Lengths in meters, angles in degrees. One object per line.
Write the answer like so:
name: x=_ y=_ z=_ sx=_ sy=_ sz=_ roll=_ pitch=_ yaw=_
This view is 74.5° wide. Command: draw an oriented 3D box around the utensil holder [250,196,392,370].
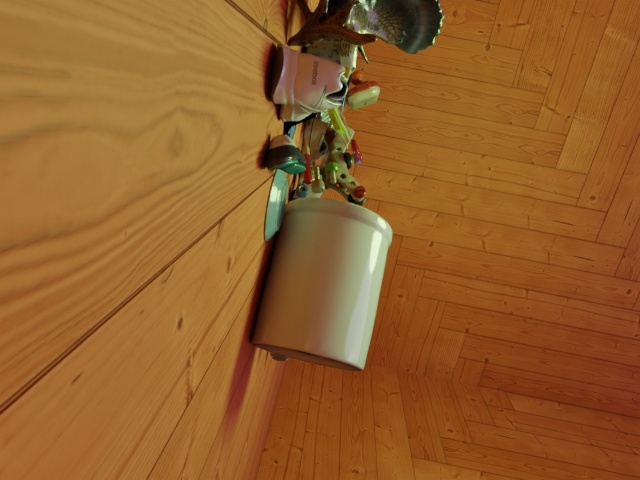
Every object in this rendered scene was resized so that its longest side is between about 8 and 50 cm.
utensil holder: x=0.003 y=0.128 z=1.151 sx=0.328 sy=0.327 sz=0.386 roll=99 pitch=6 yaw=-70

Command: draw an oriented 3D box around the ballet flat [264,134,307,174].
ballet flat: x=-0.072 y=-0.171 z=0.832 sx=0.203 sy=0.074 sz=0.074 roll=-35 pitch=137 yaw=-80

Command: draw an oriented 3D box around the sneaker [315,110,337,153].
sneaker: x=0.013 y=-0.469 z=1.716 sx=0.111 sy=0.131 sz=0.297 roll=-33 pitch=139 yaw=-19

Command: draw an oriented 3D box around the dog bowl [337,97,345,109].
dog bowl: x=0.059 y=-0.628 z=1.916 sx=0.265 sy=0.104 sz=0.265 roll=11 pitch=90 yaw=-89

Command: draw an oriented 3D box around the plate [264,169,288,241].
plate: x=-0.102 y=-0.087 z=1.010 sx=0.188 sy=0.024 sz=0.188 roll=11 pitch=90 yaw=-88

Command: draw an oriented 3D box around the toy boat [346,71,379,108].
toy boat: x=0.181 y=-0.700 z=1.934 sx=0.231 sy=0.150 sz=0.151 roll=-67 pitch=139 yaw=-86

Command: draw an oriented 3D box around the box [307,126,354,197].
box: x=0.028 y=-0.277 z=1.617 sx=0.322 sy=0.058 sz=0.232 roll=-60 pitch=-178 yaw=9

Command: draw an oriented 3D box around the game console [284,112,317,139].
game console: x=-0.041 y=-0.278 z=0.997 sx=0.122 sy=0.071 sz=0.107 roll=-77 pitch=178 yaw=-49

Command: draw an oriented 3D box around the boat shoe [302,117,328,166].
boat shoe: x=-0.017 y=-0.323 z=1.482 sx=0.258 sy=0.084 sz=0.095 roll=98 pitch=3 yaw=-67

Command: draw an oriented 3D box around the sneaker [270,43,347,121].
sneaker: x=-0.016 y=-0.278 z=0.798 sx=0.297 sy=0.129 sz=0.111 roll=-81 pitch=180 yaw=-78

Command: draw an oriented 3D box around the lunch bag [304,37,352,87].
lunch bag: x=0.027 y=-0.472 z=1.047 sx=0.096 sy=0.128 sz=0.152 roll=114 pitch=-14 yaw=-72

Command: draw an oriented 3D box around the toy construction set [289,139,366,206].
toy construction set: x=0.004 y=-0.231 z=1.360 sx=0.309 sy=0.257 sz=0.238 roll=54 pitch=29 yaw=-68

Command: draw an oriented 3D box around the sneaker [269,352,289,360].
sneaker: x=-0.132 y=0.333 z=1.641 sx=0.115 sy=0.105 sz=0.282 roll=-72 pitch=173 yaw=-81

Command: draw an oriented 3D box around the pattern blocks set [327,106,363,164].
pattern blocks set: x=0.053 y=-0.390 z=1.341 sx=0.325 sy=0.026 sz=0.285 roll=64 pitch=15 yaw=-10

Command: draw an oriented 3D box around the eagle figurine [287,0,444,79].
eagle figurine: x=0.074 y=-0.432 z=0.835 sx=0.298 sy=0.226 sz=0.225 roll=-37 pitch=172 yaw=-40
